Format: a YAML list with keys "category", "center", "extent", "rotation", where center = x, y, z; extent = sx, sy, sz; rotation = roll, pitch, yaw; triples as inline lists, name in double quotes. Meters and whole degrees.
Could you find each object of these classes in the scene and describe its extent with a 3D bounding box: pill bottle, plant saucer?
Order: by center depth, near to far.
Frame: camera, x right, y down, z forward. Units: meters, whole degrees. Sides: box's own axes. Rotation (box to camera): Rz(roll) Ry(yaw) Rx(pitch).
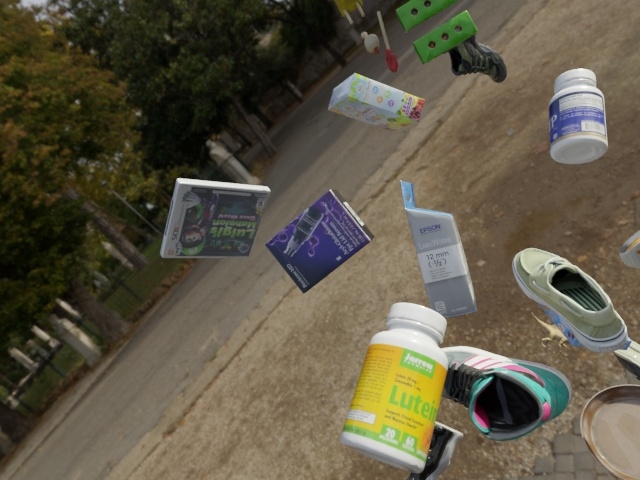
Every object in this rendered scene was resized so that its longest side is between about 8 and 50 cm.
- category: "pill bottle"
  center: [0.132, 0.235, 0.800]
  extent: [0.136, 0.136, 0.246]
  rotation: [-23, 41, 57]
- category: "pill bottle"
  center: [0.567, -0.275, 1.070]
  extent: [0.112, 0.111, 0.187]
  rotation: [-23, 55, 57]
- category: "plant saucer"
  center: [0.964, 0.589, 1.465]
  extent: [0.310, 0.050, 0.311]
  rotation: [-18, 40, 16]

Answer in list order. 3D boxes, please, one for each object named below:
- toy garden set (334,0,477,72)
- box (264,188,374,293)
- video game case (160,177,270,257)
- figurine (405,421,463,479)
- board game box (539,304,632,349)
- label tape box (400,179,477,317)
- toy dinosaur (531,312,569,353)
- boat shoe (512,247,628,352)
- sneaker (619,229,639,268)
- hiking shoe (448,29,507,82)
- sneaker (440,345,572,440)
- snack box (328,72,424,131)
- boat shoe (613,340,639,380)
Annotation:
- category: "toy garden set"
  center: [0.138, -0.435, 0.902]
  extent: [0.203, 0.244, 0.049]
  rotation: [-29, 1, 9]
- category: "box"
  center: [0.000, 0.000, 1.141]
  extent: [0.207, 0.153, 0.108]
  rotation: [-40, -2, 12]
- category: "video game case"
  center: [-0.210, -0.038, 0.971]
  extent: [0.022, 0.190, 0.173]
  rotation: [52, 130, 43]
- category: "figurine"
  center: [0.264, 0.557, 1.191]
  extent: [0.092, 0.215, 0.210]
  rotation: [16, 76, 32]
- category: "board game box"
  center: [0.723, 0.217, 1.345]
  extent: [0.212, 0.160, 0.039]
  rotation: [-99, 17, -62]
- category: "label tape box"
  center: [0.311, 0.004, 1.263]
  extent: [0.115, 0.348, 0.249]
  rotation: [-13, 0, 17]
- category: "toy dinosaur"
  center: [0.778, 0.315, 1.615]
  extent: [0.053, 0.183, 0.093]
  rotation: [-3, -60, -65]
- category: "boat shoe"
  center: [0.455, 0.080, 0.901]
  extent: [0.109, 0.094, 0.302]
  rotation: [-24, 27, 2]
- category: "sneaker"
  center: [0.548, -0.036, 0.726]
  extent: [0.214, 0.084, 0.083]
  rotation: [-38, 27, 16]
- category: "hiking shoe"
  center: [0.426, -0.505, 1.372]
  extent: [0.114, 0.226, 0.086]
  rotation: [-55, 18, 5]
- category: "sneaker"
  center: [0.282, 0.274, 0.877]
  extent: [0.295, 0.124, 0.178]
  rotation: [-1, 0, 35]
- category: "snack box"
  center: [0.146, -0.369, 1.314]
  extent: [0.174, 0.206, 0.070]
  rotation: [-169, 94, -73]
- category: "boat shoe"
  center: [0.932, 0.371, 1.362]
  extent: [0.084, 0.079, 0.233]
  rotation: [-28, 28, -4]
